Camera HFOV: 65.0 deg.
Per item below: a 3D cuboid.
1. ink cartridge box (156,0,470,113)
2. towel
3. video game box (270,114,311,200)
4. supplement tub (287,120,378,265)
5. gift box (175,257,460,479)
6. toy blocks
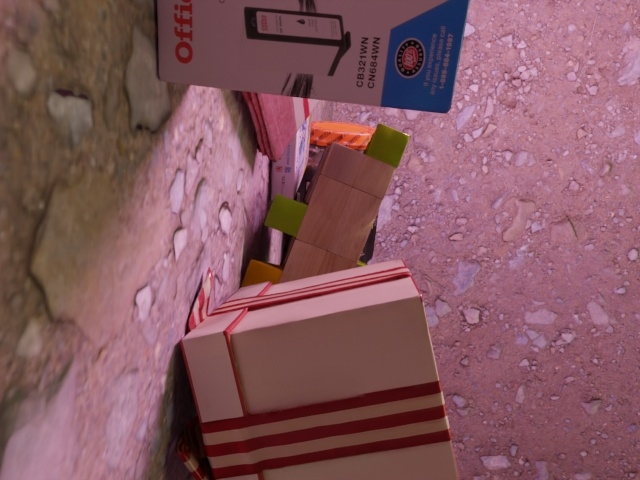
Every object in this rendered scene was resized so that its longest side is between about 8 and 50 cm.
[{"bbox_3d":[-0.004,-0.175,0.346,0.086,0.202,0.148,-70,166,-68],"label":"ink cartridge box"},{"bbox_3d":[0.005,-0.279,0.635,0.329,0.037,0.237,-57,171,-13],"label":"towel"},{"bbox_3d":[-0.049,-0.194,0.905,0.205,0.048,0.187,-77,176,-60],"label":"video game box"},{"bbox_3d":[0.033,-0.089,1.144,0.207,0.206,0.338,-75,171,-69],"label":"supplement tub"},{"bbox_3d":[-0.008,0.144,0.565,0.255,0.257,0.277,-19,96,-84],"label":"gift box"},{"bbox_3d":[0.000,0.000,0.830,0.261,0.190,0.382,-123,-126,-82],"label":"toy blocks"}]
